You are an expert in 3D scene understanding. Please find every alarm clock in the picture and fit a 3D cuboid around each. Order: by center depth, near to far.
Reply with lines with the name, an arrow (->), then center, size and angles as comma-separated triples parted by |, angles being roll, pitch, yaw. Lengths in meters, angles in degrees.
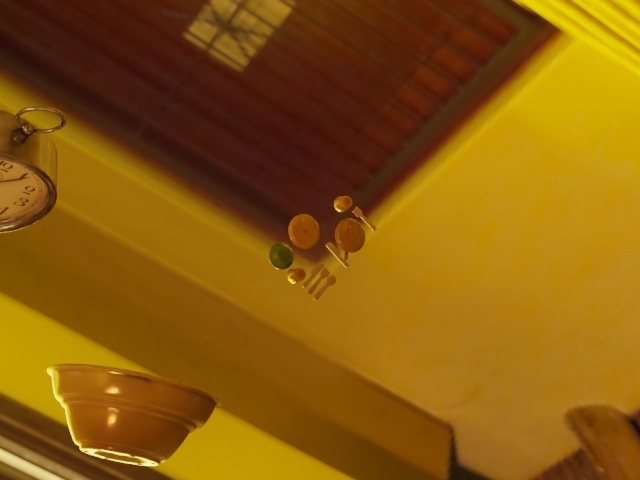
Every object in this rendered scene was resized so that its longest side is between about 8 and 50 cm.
alarm clock -> -0.272, -0.068, 1.027 | 0.192, 0.129, 0.064 | -27, -126, 39

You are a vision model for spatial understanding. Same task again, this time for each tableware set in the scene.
tableware set -> 0.000, 0.000, 1.715 | 0.154, 0.104, 0.024 | -50, -164, -24

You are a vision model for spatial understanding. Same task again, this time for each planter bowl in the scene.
planter bowl -> -0.235, 0.221, 1.519 | 0.217, 0.217, 0.090 | -24, -127, 60
